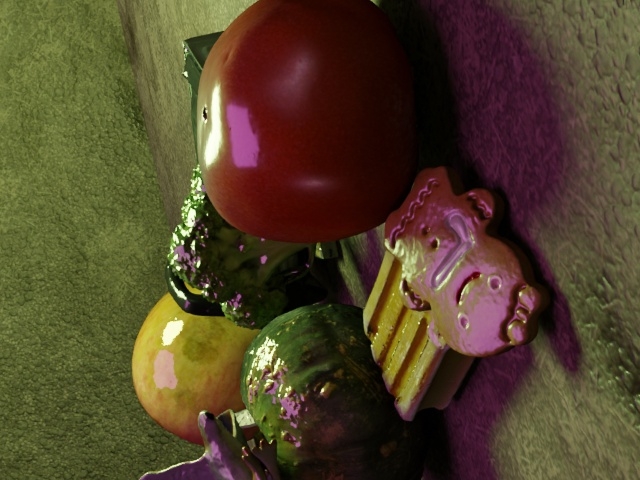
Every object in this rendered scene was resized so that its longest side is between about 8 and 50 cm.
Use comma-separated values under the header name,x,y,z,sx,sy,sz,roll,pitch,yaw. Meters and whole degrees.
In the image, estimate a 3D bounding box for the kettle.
name,x,y,z,sx,sy,sz,roll,pitch,yaw
kettle,-0.123,0.048,2.037,0.207,0.251,0.271,-50,33,15

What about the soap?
name,x,y,z,sx,sy,sz,roll,pitch,yaw
soap,0.135,0.105,1.498,0.274,0.089,0.173,104,148,-60

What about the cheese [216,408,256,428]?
name,x,y,z,sx,sy,sz,roll,pitch,yaw
cheese,-0.090,0.327,2.202,0.127,0.255,0.050,-114,15,-48

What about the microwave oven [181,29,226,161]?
name,x,y,z,sx,sy,sz,roll,pitch,yaw
microwave oven,-0.127,-0.189,1.969,0.237,0.181,0.295,-122,23,-49

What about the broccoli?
name,x,y,z,sx,sy,sz,roll,pitch,yaw
broccoli,-0.107,-0.028,1.844,0.254,0.302,0.186,39,-172,4

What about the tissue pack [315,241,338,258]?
name,x,y,z,sx,sy,sz,roll,pitch,yaw
tissue pack,0.000,0.000,1.974,0.083,0.035,0.063,-177,73,-73

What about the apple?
name,x,y,z,sx,sy,sz,roll,pitch,yaw
apple,-0.215,0.240,2.388,0.364,0.364,0.364,165,90,-75

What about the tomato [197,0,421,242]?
name,x,y,z,sx,sy,sz,roll,pitch,yaw
tomato,-0.025,-0.163,1.430,0.341,0.273,0.341,170,90,-78

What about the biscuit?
name,x,y,z,sx,sy,sz,roll,pitch,yaw
biscuit,0.159,0.031,1.299,0.184,0.035,0.249,-54,52,32

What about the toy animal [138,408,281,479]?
name,x,y,z,sx,sy,sz,roll,pitch,yaw
toy animal,-0.113,0.394,1.656,0.284,0.225,0.302,48,146,9

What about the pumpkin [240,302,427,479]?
name,x,y,z,sx,sy,sz,roll,pitch,yaw
pumpkin,0.023,0.258,1.718,0.291,0.257,0.327,-125,17,-59
